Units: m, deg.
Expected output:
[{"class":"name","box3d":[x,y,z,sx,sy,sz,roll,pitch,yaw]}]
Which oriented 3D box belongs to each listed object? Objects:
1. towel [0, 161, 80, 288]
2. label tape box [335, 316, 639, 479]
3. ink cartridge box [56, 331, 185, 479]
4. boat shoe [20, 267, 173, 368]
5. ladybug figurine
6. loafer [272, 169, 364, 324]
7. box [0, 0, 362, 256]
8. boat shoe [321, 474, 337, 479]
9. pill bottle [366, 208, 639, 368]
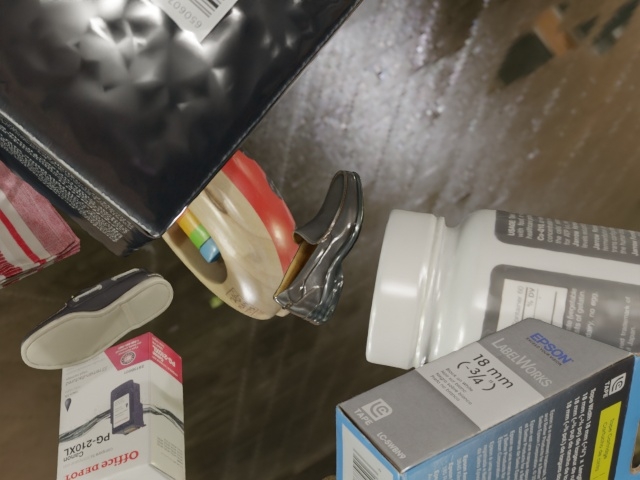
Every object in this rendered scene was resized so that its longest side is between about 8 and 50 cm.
[{"class":"towel","box3d":[-0.612,-0.009,2.095,0.329,0.237,0.037,-29,158,-34]},{"class":"label tape box","box3d":[0.176,0.209,1.140,0.333,0.106,0.241,-21,129,-27]},{"class":"ink cartridge box","box3d":[-0.306,0.286,1.868,0.171,0.237,0.100,-22,138,18]},{"class":"boat shoe","box3d":[-0.289,0.096,1.539,0.206,0.065,0.075,-27,128,-21]},{"class":"ladybug figurine","box3d":[-0.181,-0.060,2.132,0.162,0.449,0.305,-38,180,-25]},{"class":"loafer","box3d":[0.000,0.000,1.274,0.061,0.170,0.062,22,161,-21]},{"class":"box","box3d":[-0.137,-0.256,1.196,0.480,0.297,0.472,-50,-171,-10]},{"class":"boat shoe","box3d":[0.053,0.323,1.522,0.060,0.064,0.178,7,161,-31]},{"class":"pill bottle","box3d":[0.240,0.076,1.315,0.360,0.204,0.204,10,163,6]}]
